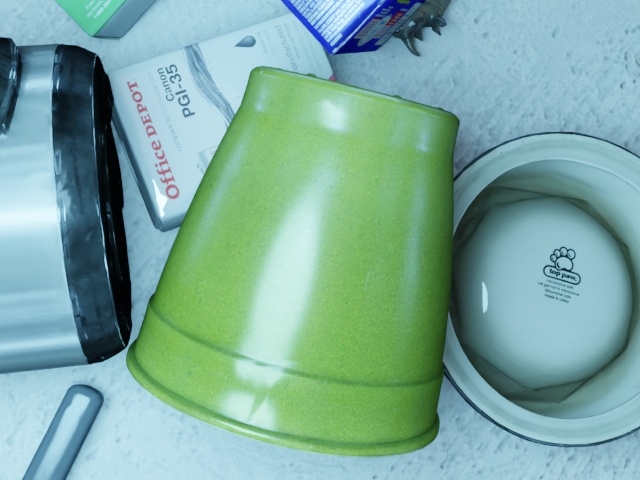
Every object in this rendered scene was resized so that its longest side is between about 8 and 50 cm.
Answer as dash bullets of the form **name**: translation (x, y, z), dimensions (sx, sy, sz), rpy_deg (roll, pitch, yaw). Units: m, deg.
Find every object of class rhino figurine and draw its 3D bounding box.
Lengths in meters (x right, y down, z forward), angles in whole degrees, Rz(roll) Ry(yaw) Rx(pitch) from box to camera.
- **rhino figurine**: translation (0.142, -0.384, 1.250), dimensions (0.106, 0.073, 0.243), rpy_deg (1, 84, -7)

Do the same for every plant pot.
- **plant pot**: translation (0.000, 0.000, 0.983), dimensions (0.366, 0.366, 0.353), rpy_deg (13, 98, -9)

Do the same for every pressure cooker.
- **pressure cooker**: translation (-0.430, -0.020, 0.949), dimensions (0.420, 0.370, 0.376), rpy_deg (-5, 89, -8)

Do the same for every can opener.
- **can opener**: translation (-0.362, 0.302, 1.073), dimensions (0.093, 0.074, 0.280), rpy_deg (30, 79, -5)

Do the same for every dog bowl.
- **dog bowl**: translation (0.308, 0.067, 1.187), dimensions (0.407, 0.150, 0.408), rpy_deg (1, 83, -10)

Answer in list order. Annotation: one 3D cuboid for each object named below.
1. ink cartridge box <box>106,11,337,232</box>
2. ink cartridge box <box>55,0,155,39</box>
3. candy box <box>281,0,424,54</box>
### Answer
- **ink cartridge box**: translation (-0.118, -0.155, 1.150), dimensions (0.283, 0.117, 0.207), rpy_deg (-22, 88, -13)
- **ink cartridge box**: translation (-0.309, -0.434, 1.109), dimensions (0.211, 0.121, 0.289), rpy_deg (-44, 94, 14)
- **candy box**: translation (-0.025, -0.389, 1.104), dimensions (0.122, 0.268, 0.317), rpy_deg (-42, 90, 19)
